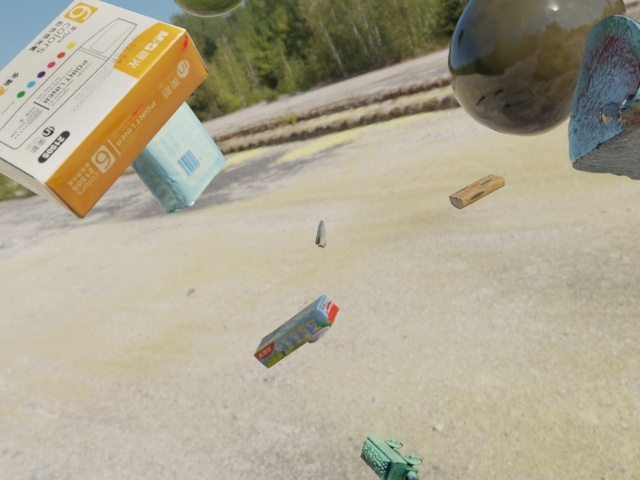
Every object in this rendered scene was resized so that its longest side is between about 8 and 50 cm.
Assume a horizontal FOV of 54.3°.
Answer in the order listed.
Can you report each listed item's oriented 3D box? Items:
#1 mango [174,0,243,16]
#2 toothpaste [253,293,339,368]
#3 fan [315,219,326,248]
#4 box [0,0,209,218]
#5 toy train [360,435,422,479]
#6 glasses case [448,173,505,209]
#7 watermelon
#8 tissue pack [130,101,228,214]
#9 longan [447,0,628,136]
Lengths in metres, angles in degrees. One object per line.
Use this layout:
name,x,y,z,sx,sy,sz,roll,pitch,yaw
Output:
mango,-0.333,-0.760,1.857,0.273,0.185,0.149,14,22,16
toothpaste,-0.051,0.179,1.172,0.193,0.044,0.070,-39,12,33
fan,0.000,0.000,1.498,0.023,0.057,0.282,10,-8,3
box,-0.314,-0.186,0.820,0.221,0.091,0.274,24,68,25
toy train,0.148,0.475,1.343,0.099,0.070,0.172,16,-1,-19
glasses case,0.479,-0.149,1.902,0.170,0.041,0.065,-28,26,-19
watermelon,0.454,-0.210,0.952,0.214,0.289,0.320,-36,-28,30
tissue pack,-0.316,-0.206,1.219,0.089,0.263,0.177,-19,28,34
longan,0.434,-0.389,1.269,0.361,0.361,0.361,-17,16,5
